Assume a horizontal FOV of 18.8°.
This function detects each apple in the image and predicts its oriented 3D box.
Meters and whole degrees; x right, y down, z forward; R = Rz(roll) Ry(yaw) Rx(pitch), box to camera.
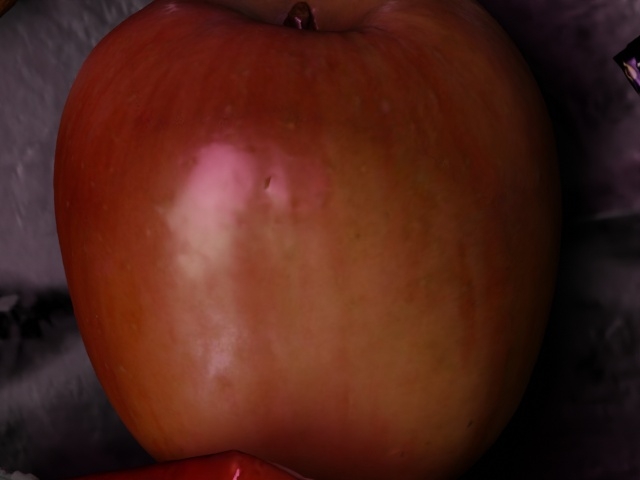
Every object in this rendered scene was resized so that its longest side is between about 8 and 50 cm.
[{"bbox_3d":[0.000,0.000,0.658,0.199,0.199,0.199,13,115,29],"label":"apple"}]

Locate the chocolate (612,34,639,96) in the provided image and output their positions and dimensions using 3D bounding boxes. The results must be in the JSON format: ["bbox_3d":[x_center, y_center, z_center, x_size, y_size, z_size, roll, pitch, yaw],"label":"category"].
[{"bbox_3d":[0.153,-0.012,0.635,0.072,0.070,0.147,-18,108,27],"label":"chocolate"}]

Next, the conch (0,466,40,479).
[{"bbox_3d":[-0.112,0.201,0.838,0.131,0.172,0.200,22,98,-20],"label":"conch"}]

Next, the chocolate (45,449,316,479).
[{"bbox_3d":[-0.015,0.169,0.678,0.235,0.108,0.237,32,154,-27],"label":"chocolate"}]

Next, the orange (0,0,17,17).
[{"bbox_3d":[-0.154,-0.120,0.776,0.085,0.085,0.085,13,115,29],"label":"orange"}]
